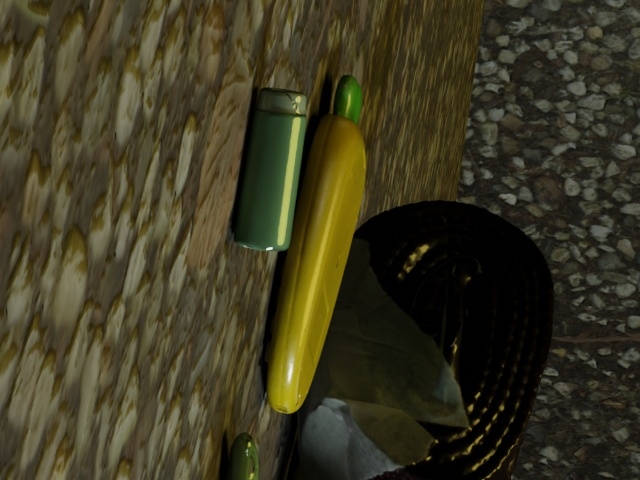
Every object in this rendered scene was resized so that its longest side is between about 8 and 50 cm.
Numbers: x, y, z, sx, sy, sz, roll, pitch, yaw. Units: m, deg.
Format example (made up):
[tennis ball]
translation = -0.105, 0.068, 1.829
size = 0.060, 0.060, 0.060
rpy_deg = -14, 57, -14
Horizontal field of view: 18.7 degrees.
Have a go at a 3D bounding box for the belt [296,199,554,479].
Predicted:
[belt]
translation = 0.083, 0.097, 1.507
size = 0.164, 0.184, 0.289
rpy_deg = 106, -1, -49

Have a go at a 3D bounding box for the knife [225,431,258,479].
[knife]
translation = -0.053, 0.211, 1.230
size = 0.293, 0.020, 0.043
rpy_deg = 94, 7, -51

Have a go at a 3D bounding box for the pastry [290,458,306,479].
[pastry]
translation = 0.017, 0.228, 1.584
size = 0.166, 0.088, 0.166
rpy_deg = 7, 90, -83

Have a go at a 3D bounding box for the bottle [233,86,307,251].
[bottle]
translation = -0.025, -0.037, 1.011
size = 0.030, 0.030, 0.083
rpy_deg = -42, 142, -80

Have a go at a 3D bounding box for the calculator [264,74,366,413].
[calculator]
translation = 0.000, 0.000, 1.290
size = 0.146, 0.032, 0.235
rpy_deg = 80, 23, -74
